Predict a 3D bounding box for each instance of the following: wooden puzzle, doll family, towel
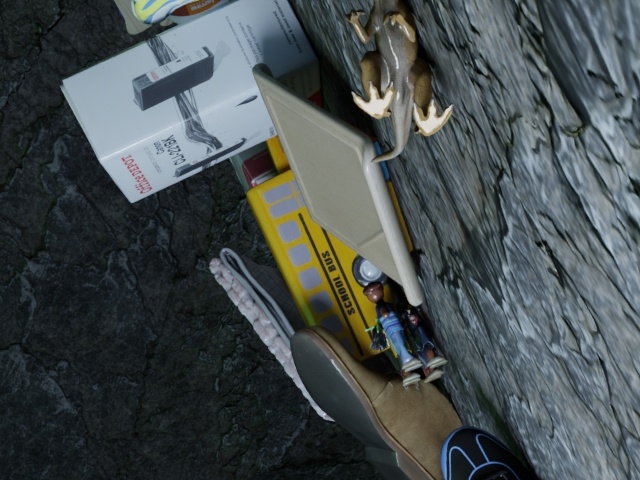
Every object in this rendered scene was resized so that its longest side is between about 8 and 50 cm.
[{"bbox_3d":[0.025,-0.065,1.246,0.239,0.044,0.221,43,161,46],"label":"wooden puzzle"},{"bbox_3d":[0.098,0.109,1.408,0.193,0.076,0.111,93,157,-71],"label":"doll family"},{"bbox_3d":[0.011,0.157,1.763,0.332,0.053,0.317,50,-166,33],"label":"towel"}]

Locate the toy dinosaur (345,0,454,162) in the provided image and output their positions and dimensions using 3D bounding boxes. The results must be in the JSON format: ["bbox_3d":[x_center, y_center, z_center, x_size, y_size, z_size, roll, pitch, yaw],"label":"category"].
[{"bbox_3d":[0.055,-0.109,0.802,0.112,0.064,0.211,-91,-7,-50],"label":"toy dinosaur"}]

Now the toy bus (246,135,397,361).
[{"bbox_3d":[0.000,0.000,1.561,0.108,0.130,0.332,122,123,-85],"label":"toy bus"}]

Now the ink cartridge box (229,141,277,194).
[{"bbox_3d":[-0.062,-0.099,1.872,0.207,0.117,0.283,67,175,-34],"label":"ink cartridge box"}]

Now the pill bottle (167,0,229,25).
[{"bbox_3d":[-0.211,-0.421,1.852,0.216,0.121,0.121,68,175,-46],"label":"pill bottle"}]

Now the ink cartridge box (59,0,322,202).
[{"bbox_3d":[-0.144,-0.168,1.384,0.197,0.273,0.114,82,163,-78],"label":"ink cartridge box"}]

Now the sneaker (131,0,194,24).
[{"bbox_3d":[-0.122,-0.283,1.267,0.126,0.091,0.240,31,153,-9],"label":"sneaker"}]

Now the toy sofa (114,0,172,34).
[{"bbox_3d":[-0.325,-0.525,2.045,0.362,0.177,0.150,59,-171,-68],"label":"toy sofa"}]

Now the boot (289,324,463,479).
[{"bbox_3d":[0.075,0.198,1.491,0.305,0.115,0.112,51,157,-26],"label":"boot"}]

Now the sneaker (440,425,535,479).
[{"bbox_3d":[0.190,0.265,1.104,0.232,0.081,0.090,56,170,26],"label":"sneaker"}]
